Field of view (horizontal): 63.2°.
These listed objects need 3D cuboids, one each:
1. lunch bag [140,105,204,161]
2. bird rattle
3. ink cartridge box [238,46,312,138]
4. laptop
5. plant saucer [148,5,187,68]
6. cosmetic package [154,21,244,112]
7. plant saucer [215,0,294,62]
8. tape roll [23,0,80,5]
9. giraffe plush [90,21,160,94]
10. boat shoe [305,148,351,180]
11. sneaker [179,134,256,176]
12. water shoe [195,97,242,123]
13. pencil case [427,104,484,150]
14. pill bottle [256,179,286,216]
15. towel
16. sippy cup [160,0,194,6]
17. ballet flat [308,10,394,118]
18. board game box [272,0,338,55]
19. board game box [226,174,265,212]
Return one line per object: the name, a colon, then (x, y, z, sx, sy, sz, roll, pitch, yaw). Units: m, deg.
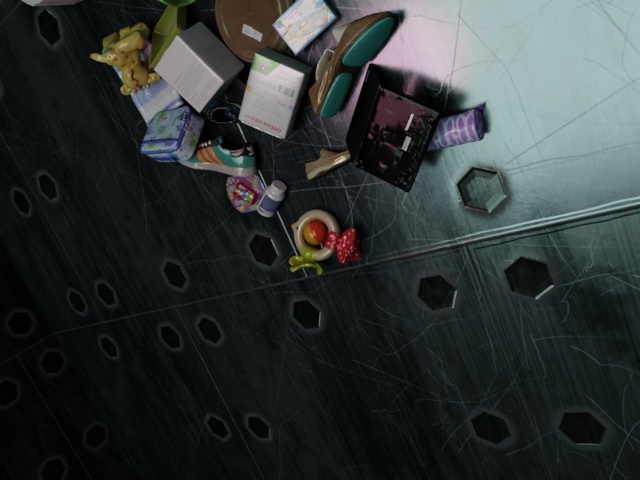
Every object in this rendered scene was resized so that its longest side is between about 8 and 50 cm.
lunch bag: (-0.495, -0.348, 1.733, 0.219, 0.090, 0.176, 7, 74, 39)
bird rattle: (0.000, 0.000, 1.652, 0.253, 0.143, 0.207, -30, 79, 35)
ink cartridge box: (-0.134, -0.427, 1.516, 0.154, 0.093, 0.212, 23, 124, 1)
laptop: (0.180, -0.300, 1.377, 0.264, 0.136, 0.234, 29, 126, 17)
plant saucer: (-0.467, -0.646, 1.617, 0.188, 0.045, 0.188, -36, 47, 39)
cosmetic package: (-0.364, -0.523, 1.571, 0.183, 0.151, 0.151, 44, 129, -14)
plant saucer: (-0.199, -0.652, 1.502, 0.278, 0.041, 0.278, 14, 120, 25)
tape roll: (-0.913, -0.919, 1.731, 0.246, 0.169, 0.246, 14, 121, 26)
giraffe plush: (-0.616, -0.579, 1.700, 0.181, 0.210, 0.170, -4, 136, 25)
boat shoe: (0.022, -0.241, 1.554, 0.190, 0.068, 0.072, -21, 89, 37)
sneaker: (-0.347, -0.299, 1.733, 0.302, 0.108, 0.121, 12, 117, 19)
water shoe: (-0.338, -0.420, 1.677, 0.203, 0.080, 0.073, 13, 119, 27)
pencil case: (0.316, -0.282, 1.340, 0.206, 0.086, 0.088, -4, 75, 32)
pill bottle: (-0.159, -0.139, 1.712, 0.067, 0.067, 0.120, 42, 128, 8)
towel: (-0.604, -0.551, 1.809, 0.209, 0.034, 0.285, -22, 100, 37)
sippy cup: (-0.382, -0.810, 1.396, 0.240, 0.224, 0.305, 0, 103, 36)
ballet flat: (0.061, -0.488, 1.393, 0.124, 0.116, 0.342, 56, 135, 21)
board game box: (-0.042, -0.595, 1.412, 0.154, 0.026, 0.103, -33, 104, 29)
board game box: (-0.265, -0.159, 1.791, 0.168, 0.033, 0.133, -7, 109, 35)
